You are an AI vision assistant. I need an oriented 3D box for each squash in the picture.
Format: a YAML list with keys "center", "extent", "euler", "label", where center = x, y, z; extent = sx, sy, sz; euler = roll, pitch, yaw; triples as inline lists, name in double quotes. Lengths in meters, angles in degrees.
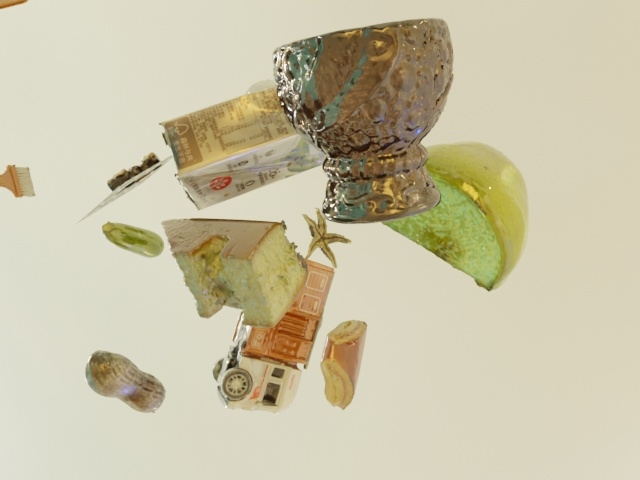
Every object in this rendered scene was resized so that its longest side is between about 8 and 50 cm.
- center: [-0.432, -0.004, 1.272]
  extent: [0.066, 0.201, 0.066]
  euler: [-5, -106, 18]
  label: "squash"

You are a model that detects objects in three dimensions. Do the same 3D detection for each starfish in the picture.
- center: [0.000, 0.000, 1.762]
  extent: [0.208, 0.176, 0.053]
  euler: [51, -40, -6]
  label: "starfish"

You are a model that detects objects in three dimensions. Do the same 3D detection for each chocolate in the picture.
- center: [-0.485, 0.359, 1.371]
  extent: [0.110, 0.110, 0.248]
  euler: [-9, -38, 36]
  label: "chocolate"

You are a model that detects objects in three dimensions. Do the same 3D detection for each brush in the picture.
- center: [-0.817, -0.151, 1.370]
  extent: [0.017, 0.314, 0.090]
  euler: [-14, -87, 6]
  label: "brush"

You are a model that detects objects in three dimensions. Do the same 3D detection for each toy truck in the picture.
- center: [-0.110, 0.213, 1.306]
  extent: [0.173, 0.207, 0.387]
  euler: [180, -72, -71]
  label: "toy truck"

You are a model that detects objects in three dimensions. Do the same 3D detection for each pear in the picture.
- center: [0.336, -0.103, 1.225]
  extent: [0.342, 0.318, 0.238]
  euler: [34, -44, 24]
  label: "pear"

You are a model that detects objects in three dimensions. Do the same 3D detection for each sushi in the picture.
- center: [-0.566, -0.182, 1.596]
  extent: [0.264, 0.290, 0.050]
  euler: [-28, -76, 38]
  label: "sushi"

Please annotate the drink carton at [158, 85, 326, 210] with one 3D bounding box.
- center: [-0.139, -0.199, 1.121]
  extent: [0.194, 0.324, 0.132]
  euler: [89, -20, -74]
  label: "drink carton"

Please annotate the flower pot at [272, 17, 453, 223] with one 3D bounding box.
- center: [0.076, -0.176, 0.838]
  extent: [0.266, 0.266, 0.267]
  euler: [0, -74, 34]
  label: "flower pot"

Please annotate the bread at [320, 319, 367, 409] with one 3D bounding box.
- center: [0.049, 0.242, 1.120]
  extent: [0.067, 0.119, 0.192]
  euler: [4, -112, 22]
  label: "bread"

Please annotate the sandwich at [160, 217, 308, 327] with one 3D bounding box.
- center: [-0.154, 0.035, 0.820]
  extent: [0.235, 0.128, 0.122]
  euler: [4, -54, 27]
  label: "sandwich"

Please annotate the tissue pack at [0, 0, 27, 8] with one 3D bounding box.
- center: [-0.597, -0.549, 0.906]
  extent: [0.194, 0.145, 0.274]
  euler: [93, -17, -72]
  label: "tissue pack"

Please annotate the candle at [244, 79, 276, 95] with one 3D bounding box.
- center: [-0.138, -0.392, 1.656]
  extent: [0.330, 0.187, 0.187]
  euler: [20, -59, 51]
  label: "candle"
